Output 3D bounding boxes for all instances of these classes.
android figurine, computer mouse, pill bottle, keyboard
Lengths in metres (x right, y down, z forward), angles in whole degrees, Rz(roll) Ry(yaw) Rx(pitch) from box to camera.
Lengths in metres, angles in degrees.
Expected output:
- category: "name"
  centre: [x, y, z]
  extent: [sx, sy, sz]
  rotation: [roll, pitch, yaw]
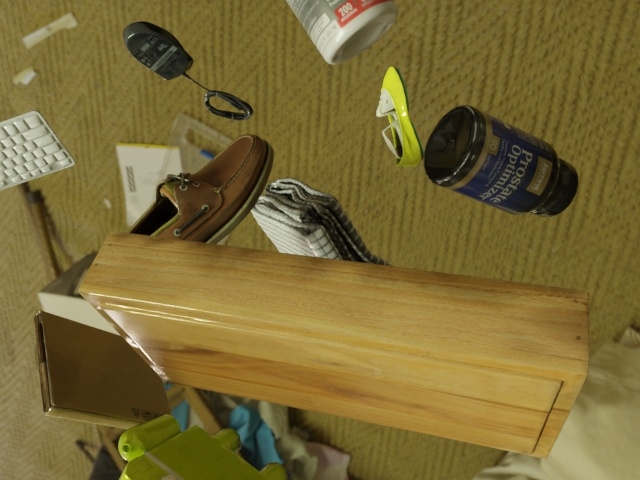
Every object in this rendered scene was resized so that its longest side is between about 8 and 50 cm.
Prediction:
- category: "android figurine"
  centre: [-0.135, 0.303, 0.708]
  extent: [0.248, 0.273, 0.056]
  rotation: [32, 96, 17]
- category: "computer mouse"
  centre: [-0.203, -0.267, 0.943]
  extent: [0.071, 0.041, 0.242]
  rotation: [-27, 138, 31]
- category: "pill bottle"
  centre: [0.003, -0.484, 1.081]
  extent: [0.161, 0.161, 0.283]
  rotation: [-34, 88, 30]
- category: "pill bottle"
  centre: [0.275, -0.110, 0.890]
  extent: [0.219, 0.123, 0.123]
  rotation: [17, 123, -24]
- category: "keyboard"
  centre: [-0.386, -0.064, 0.602]
  extent: [0.255, 0.014, 0.072]
  rotation: [-19, 143, 1]

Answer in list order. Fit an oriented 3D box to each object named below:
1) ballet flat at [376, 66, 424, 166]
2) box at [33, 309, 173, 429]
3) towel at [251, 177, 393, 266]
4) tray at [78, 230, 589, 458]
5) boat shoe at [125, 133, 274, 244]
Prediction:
- category: "ballet flat"
  centre: [0.170, -0.275, 1.346]
  extent: [0.077, 0.077, 0.231]
  rotation: [-19, 98, -9]
- category: "box"
  centre: [-0.303, 0.190, 0.840]
  extent: [0.021, 0.201, 0.164]
  rotation: [-44, 48, 13]
- category: "towel"
  centre: [0.000, 0.000, 1.181]
  extent: [0.235, 0.121, 0.283]
  rotation: [57, 163, -28]
- category: "tray"
  centre: [0.009, 0.100, 0.550]
  extent: [0.410, 0.076, 0.203]
  rotation: [7, 146, 17]
- category: "boat shoe"
  centre: [-0.186, -0.050, 0.864]
  extent: [0.110, 0.307, 0.104]
  rotation: [16, 157, 50]
